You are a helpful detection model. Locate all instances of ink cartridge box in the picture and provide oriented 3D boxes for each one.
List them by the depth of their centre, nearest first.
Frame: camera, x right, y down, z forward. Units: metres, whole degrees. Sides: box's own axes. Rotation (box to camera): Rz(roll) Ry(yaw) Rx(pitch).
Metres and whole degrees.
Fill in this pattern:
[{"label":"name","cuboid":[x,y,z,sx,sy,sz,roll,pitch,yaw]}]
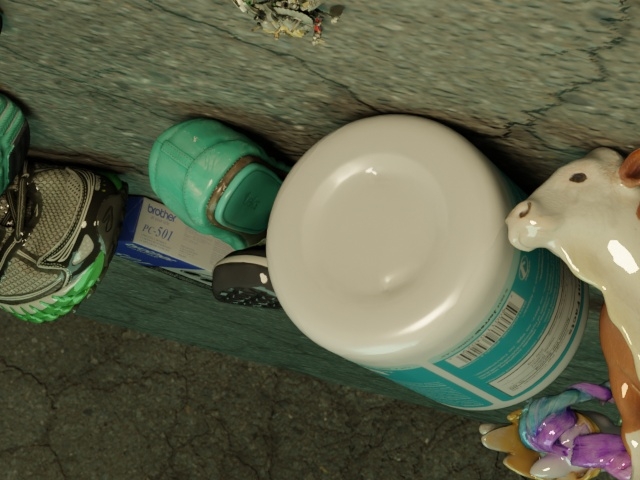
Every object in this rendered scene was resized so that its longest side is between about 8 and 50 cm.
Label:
[{"label":"ink cartridge box","cuboid":[-0.127,0.008,1.590,0.097,0.046,0.207,4,166,43]}]

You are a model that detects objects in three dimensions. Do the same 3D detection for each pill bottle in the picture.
[{"label":"pill bottle","cuboid":[0.081,0.026,1.057,0.146,0.146,0.264,10,170,26]}]

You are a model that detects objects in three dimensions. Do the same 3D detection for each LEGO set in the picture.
[{"label":"LEGO set","cuboid":[-0.015,-0.104,0.800,0.054,0.023,0.083,10,170,21]}]

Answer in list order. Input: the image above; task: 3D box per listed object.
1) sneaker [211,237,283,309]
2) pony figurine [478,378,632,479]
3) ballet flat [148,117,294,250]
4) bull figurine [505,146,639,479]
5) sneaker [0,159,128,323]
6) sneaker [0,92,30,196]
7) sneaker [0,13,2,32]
[{"label":"sneaker","cuboid":[0.000,0.000,1.150,0.084,0.097,0.235,6,-179,25]},{"label":"pony figurine","cuboid":[0.362,0.200,1.457,0.363,0.302,0.351,2,-170,-42]},{"label":"ballet flat","cuboid":[-0.053,-0.033,1.181,0.087,0.083,0.247,37,179,21]},{"label":"bull figurine","cuboid":[0.219,0.079,0.956,0.101,0.188,0.310,-17,142,40]},{"label":"sneaker","cuboid":[-0.303,-0.014,1.431,0.344,0.134,0.146,-2,155,38]},{"label":"sneaker","cuboid":[-0.279,-0.095,1.174,0.098,0.083,0.223,33,172,17]},{"label":"sneaker","cuboid":[-0.217,-0.126,0.928,0.069,0.038,0.098,14,171,-1]}]
